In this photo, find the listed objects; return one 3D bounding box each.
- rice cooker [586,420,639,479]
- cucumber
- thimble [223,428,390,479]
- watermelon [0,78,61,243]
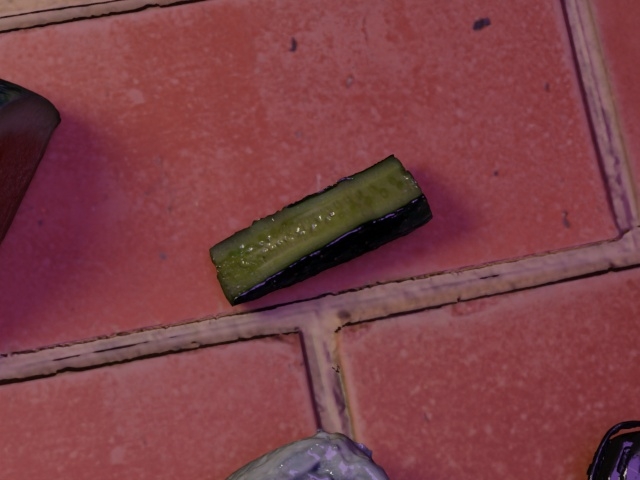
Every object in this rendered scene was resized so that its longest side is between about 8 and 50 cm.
[{"bbox_3d":[0.328,0.237,1.773,0.165,0.106,0.112,24,75,-1],"label":"rice cooker"},{"bbox_3d":[0.000,0.001,1.788,0.211,0.062,0.078,-28,51,-9],"label":"cucumber"},{"bbox_3d":[-0.016,0.292,1.668,0.204,0.172,0.250,13,79,-12],"label":"thimble"},{"bbox_3d":[-0.340,-0.037,1.667,0.250,0.283,0.293,-30,111,0],"label":"watermelon"}]
